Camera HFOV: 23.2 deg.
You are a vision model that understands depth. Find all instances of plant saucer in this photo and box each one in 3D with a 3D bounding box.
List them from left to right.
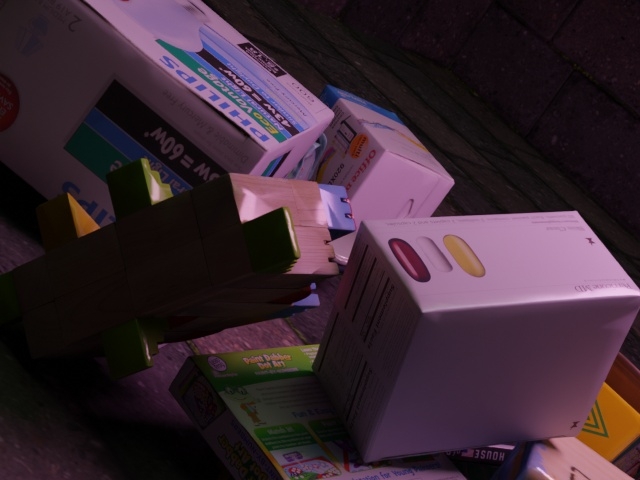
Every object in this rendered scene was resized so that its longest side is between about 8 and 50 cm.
[{"bbox_3d":[0.418,0.223,2.000,0.278,0.041,0.278,47,-2,2],"label":"plant saucer"}]

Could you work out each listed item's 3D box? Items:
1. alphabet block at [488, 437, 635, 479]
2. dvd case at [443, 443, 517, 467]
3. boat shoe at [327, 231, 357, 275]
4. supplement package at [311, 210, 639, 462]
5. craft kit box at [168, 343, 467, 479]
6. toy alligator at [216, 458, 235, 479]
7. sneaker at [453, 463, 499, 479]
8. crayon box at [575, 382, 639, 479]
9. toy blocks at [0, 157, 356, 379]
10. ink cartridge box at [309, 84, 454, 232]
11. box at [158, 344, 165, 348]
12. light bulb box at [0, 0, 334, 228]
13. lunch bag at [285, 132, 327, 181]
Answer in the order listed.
[{"bbox_3d":[0.256,0.338,1.676,0.197,0.193,0.192,36,18,4],"label":"alphabet block"},{"bbox_3d":[0.123,0.224,1.826,0.239,0.029,0.179,9,5,-23],"label":"dvd case"},{"bbox_3d":[0.000,0.000,2.331,0.095,0.079,0.254,25,17,-23],"label":"boat shoe"},{"bbox_3d":[0.157,0.094,1.591,0.262,0.204,0.145,-3,40,-27],"label":"supplement package"},{"bbox_3d":[0.008,0.209,1.587,0.250,0.061,0.246,0,43,-48],"label":"craft kit box"},{"bbox_3d":[-0.070,0.224,1.610,0.056,0.051,0.189,32,17,-12],"label":"toy alligator"},{"bbox_3d":[0.197,0.314,1.880,0.224,0.098,0.083,3,63,-28],"label":"sneaker"},{"bbox_3d":[0.316,0.224,2.054,0.313,0.106,0.363,43,-4,30],"label":"crayon box"},{"bbox_3d":[-0.111,0.031,1.579,0.261,0.381,0.190,3,69,-55],"label":"toy blocks"},{"bbox_3d":[0.074,-0.117,2.637,0.168,0.171,0.232,21,21,-38],"label":"ink cartridge box"},{"bbox_3d":[-0.219,0.063,1.803,0.145,0.038,0.186,37,18,9],"label":"box"},{"bbox_3d":[-0.215,-0.164,1.944,0.358,0.225,0.361,40,17,2],"label":"light bulb box"},{"bbox_3d":[-0.115,-0.148,2.395,0.223,0.160,0.262,32,5,3],"label":"lunch bag"}]
